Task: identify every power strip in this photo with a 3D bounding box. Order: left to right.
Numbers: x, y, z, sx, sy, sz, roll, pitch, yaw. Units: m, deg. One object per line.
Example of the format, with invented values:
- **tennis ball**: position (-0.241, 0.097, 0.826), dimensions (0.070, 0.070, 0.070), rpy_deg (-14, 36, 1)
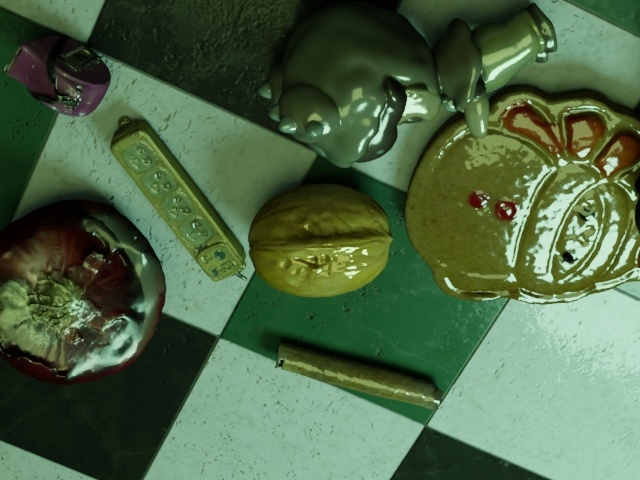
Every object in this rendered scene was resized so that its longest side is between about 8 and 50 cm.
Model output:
- **power strip**: position (-0.197, -0.050, 2.066), dimensions (0.064, 0.044, 0.305), rpy_deg (-28, 115, 18)

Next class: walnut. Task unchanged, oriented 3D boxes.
- **walnut**: position (0.000, 0.000, 2.018), dimensions (0.206, 0.159, 0.159), rpy_deg (-2, 120, 11)

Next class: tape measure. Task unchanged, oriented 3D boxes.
- **tape measure**: position (-0.344, -0.221, 1.931), dimensions (0.118, 0.125, 0.074), rpy_deg (37, 119, 2)

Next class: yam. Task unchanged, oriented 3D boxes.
- **yam**: position (0.060, 0.207, 2.194), dimensions (0.264, 0.046, 0.046), rpy_deg (16, 120, -5)

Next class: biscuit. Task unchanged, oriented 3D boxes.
- **biscuit**: position (0.314, -0.048, 2.018), dimensions (0.381, 0.074, 0.359), rpy_deg (18, 122, -3)

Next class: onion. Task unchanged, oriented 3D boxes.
- **onion**: position (-0.365, 0.071, 2.091), dimensions (0.272, 0.195, 0.272), rpy_deg (0, 91, -18)

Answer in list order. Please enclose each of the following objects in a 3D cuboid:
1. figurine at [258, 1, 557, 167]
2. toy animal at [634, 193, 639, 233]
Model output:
- **figurine**: position (0.111, -0.220, 1.853), dimensions (0.380, 0.248, 0.203), rpy_deg (-13, 114, -3)
- **toy animal**: position (0.490, -0.141, 1.900), dimensions (0.168, 0.106, 0.343), rpy_deg (-12, 108, -29)
